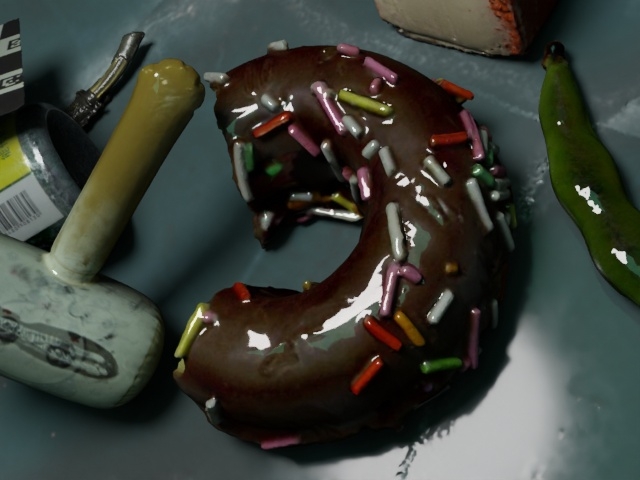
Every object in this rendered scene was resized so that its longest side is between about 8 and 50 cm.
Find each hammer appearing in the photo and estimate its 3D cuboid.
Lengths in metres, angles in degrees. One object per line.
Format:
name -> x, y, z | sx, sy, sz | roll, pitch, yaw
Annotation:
hammer -> -0.184, -0.014, 0.810 | 0.305, 0.202, 0.113 | -60, 20, 16

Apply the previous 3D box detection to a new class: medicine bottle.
medicine bottle -> -0.340, 0.001, 0.931 | 0.293, 0.141, 0.141 | -30, 61, 9

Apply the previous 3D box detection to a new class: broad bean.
broad bean -> 0.218, -0.037, 0.787 | 0.060, 0.043, 0.297 | -19, 62, 2

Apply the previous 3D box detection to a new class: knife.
knife -> -0.249, -0.124, 1.016 | 0.045, 0.021, 0.222 | 31, 86, 23

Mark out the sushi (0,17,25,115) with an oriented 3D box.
sushi -> -0.352, -0.114, 0.919 | 0.192, 0.050, 0.215 | -21, 36, -2

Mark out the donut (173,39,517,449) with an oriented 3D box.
donut -> 0.022, -0.006, 0.801 | 0.259, 0.136, 0.345 | -2, 69, 23

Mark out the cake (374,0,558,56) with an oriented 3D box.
cake -> 0.146, -0.316, 0.865 | 0.158, 0.159, 0.262 | 18, 75, 30
